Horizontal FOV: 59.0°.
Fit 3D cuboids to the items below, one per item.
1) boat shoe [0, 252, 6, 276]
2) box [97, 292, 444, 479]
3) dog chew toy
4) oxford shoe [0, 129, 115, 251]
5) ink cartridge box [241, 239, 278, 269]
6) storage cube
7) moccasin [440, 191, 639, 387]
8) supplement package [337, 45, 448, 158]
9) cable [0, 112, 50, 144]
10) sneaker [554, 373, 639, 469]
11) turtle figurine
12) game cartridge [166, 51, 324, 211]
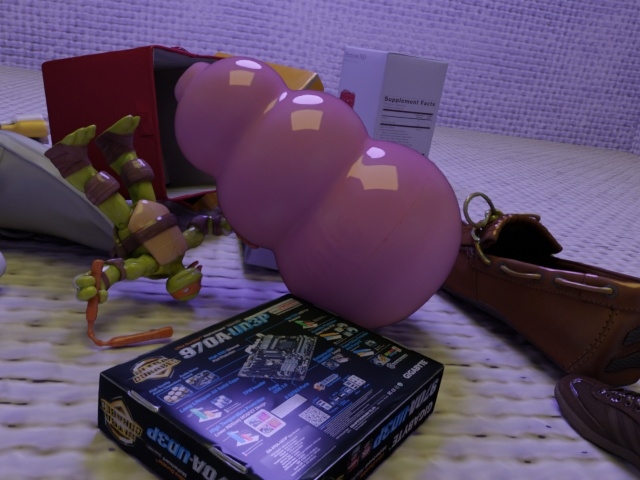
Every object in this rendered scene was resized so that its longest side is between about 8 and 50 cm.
[{"bbox_3d":[-0.434,-0.041,0.559,0.277,0.098,0.096,44,15,1],"label":"boat shoe"},{"bbox_3d":[-0.028,0.120,0.445,0.175,0.051,0.220,21,22,30],"label":"box"},{"bbox_3d":[-0.013,-0.060,0.597,0.332,0.206,0.207,41,18,-7],"label":"dog chew toy"},{"bbox_3d":[-0.428,-0.065,0.694,0.449,0.169,0.130,21,58,9],"label":"oxford shoe"},{"bbox_3d":[0.000,0.000,0.823,0.232,0.066,0.189,18,16,-17],"label":"ink cartridge box"},{"bbox_3d":[-0.242,-0.155,0.797,0.193,0.215,0.183,2,12,25],"label":"storage cube"},{"bbox_3d":[0.232,0.022,0.690,0.139,0.147,0.380,2,18,-17],"label":"moccasin"},{"bbox_3d":[0.147,-0.284,1.311,0.175,0.293,0.177,-2,21,-31],"label":"supplement package"},{"bbox_3d":[-0.648,-0.210,1.075,0.287,0.072,0.139,-10,21,-43],"label":"cable"},{"bbox_3d":[0.276,0.151,0.461,0.066,0.071,0.188,0,21,-23],"label":"sneaker"},{"bbox_3d":[-0.177,-0.021,0.608,0.087,0.217,0.269,-25,7,44],"label":"turtle figurine"},{"bbox_3d":[-0.193,-0.206,1.021,0.285,0.053,0.324,25,67,37],"label":"game cartridge"}]
